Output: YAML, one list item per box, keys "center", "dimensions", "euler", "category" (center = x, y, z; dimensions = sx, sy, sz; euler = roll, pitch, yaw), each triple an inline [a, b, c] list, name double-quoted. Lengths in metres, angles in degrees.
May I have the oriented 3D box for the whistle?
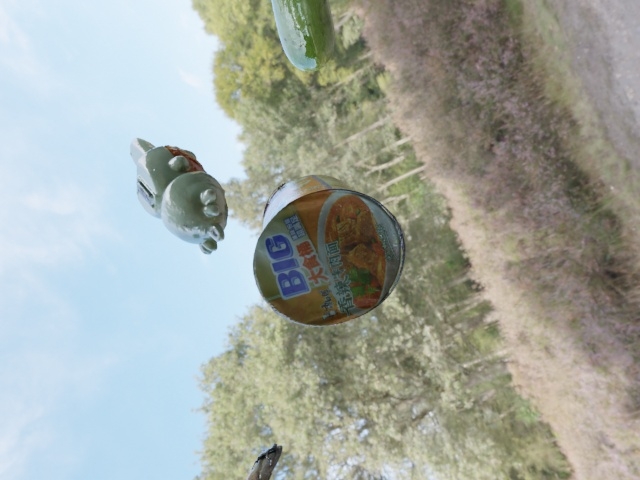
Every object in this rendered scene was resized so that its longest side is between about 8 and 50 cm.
- center: [-0.201, -0.072, 0.729]
  dimensions: [0.253, 0.101, 0.106]
  euler: [39, -166, 33]
  category: "whistle"

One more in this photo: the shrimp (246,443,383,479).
- center: [-0.005, 0.292, 0.581]
  dimensions: [0.152, 0.046, 0.219]
  euler: [43, -158, 27]
  category: "shrimp"

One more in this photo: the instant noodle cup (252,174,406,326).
- center: [0.000, 0.000, 1.065]
  dimensions: [0.296, 0.297, 0.214]
  euler: [61, -178, -25]
  category: "instant noodle cup"

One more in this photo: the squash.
- center: [-0.046, -0.505, 1.021]
  dimensions: [0.118, 0.119, 0.370]
  euler: [-103, -1, -46]
  category: "squash"
